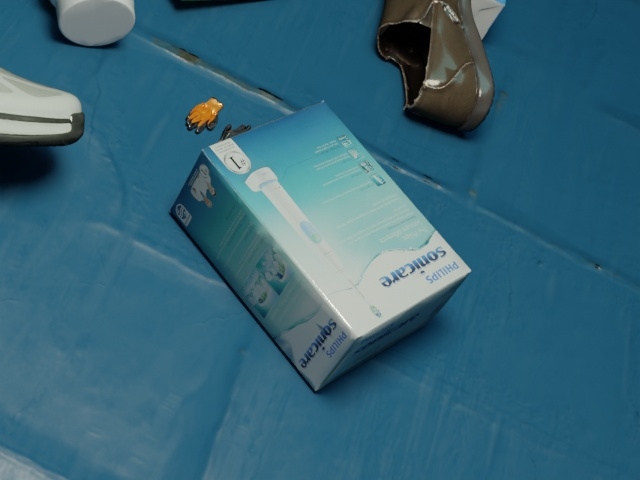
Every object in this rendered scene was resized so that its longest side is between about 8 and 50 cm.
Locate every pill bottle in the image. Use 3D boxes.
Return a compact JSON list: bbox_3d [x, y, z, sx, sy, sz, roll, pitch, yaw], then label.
[{"bbox_3d":[-0.306,-0.368,1.741,0.119,0.119,0.209,3,59,-26],"label":"pill bottle"}]

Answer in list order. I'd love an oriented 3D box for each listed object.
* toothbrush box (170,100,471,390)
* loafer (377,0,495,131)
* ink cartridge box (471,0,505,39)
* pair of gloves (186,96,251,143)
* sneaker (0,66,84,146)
[{"bbox_3d":[0.000,0.000,1.606,0.216,0.126,0.295,-28,70,-41],"label":"toothbrush box"},{"bbox_3d":[0.148,-0.327,1.946,0.130,0.134,0.366,2,53,-27],"label":"loafer"},{"bbox_3d":[0.248,-0.399,2.080,0.060,0.104,0.180,22,47,-10],"label":"ink cartridge box"},{"bbox_3d":[-0.132,-0.149,1.737,0.083,0.010,0.074,40,46,5],"label":"pair of gloves"},{"bbox_3d":[-0.461,-0.254,1.456,0.447,0.169,0.258,12,92,-18],"label":"sneaker"}]
